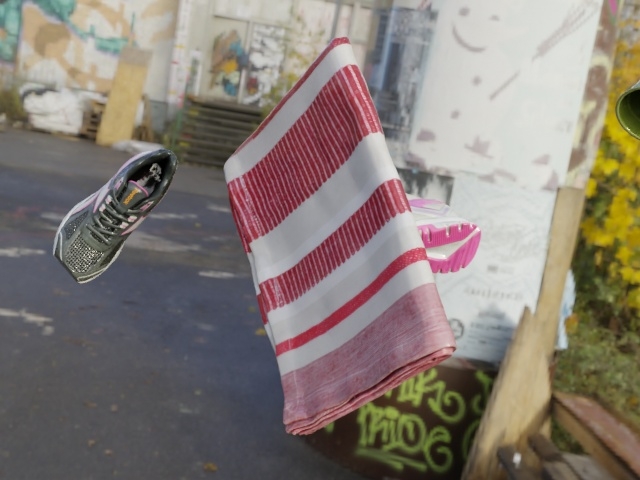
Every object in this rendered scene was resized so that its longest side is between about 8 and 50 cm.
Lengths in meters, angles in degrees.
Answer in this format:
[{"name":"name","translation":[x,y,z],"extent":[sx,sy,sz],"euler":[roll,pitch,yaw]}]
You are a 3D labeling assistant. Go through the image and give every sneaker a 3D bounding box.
[{"name":"sneaker","translation":[0.092,-0.009,1.202],"extent":[0.252,0.103,0.111],"euler":[0,31,-24]},{"name":"sneaker","translation":[-0.217,-0.038,0.918],"extent":[0.072,0.178,0.077],"euler":[37,-25,-16]}]

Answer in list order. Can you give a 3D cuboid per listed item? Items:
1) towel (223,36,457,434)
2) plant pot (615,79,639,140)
[{"name":"towel","translation":[0.000,0.000,0.838],"extent":[0.037,0.329,0.237],"euler":[2,-30,-37]},{"name":"plant pot","translation":[0.380,-0.162,0.949],"extent":[0.083,0.079,0.083],"euler":[26,-30,16]}]
